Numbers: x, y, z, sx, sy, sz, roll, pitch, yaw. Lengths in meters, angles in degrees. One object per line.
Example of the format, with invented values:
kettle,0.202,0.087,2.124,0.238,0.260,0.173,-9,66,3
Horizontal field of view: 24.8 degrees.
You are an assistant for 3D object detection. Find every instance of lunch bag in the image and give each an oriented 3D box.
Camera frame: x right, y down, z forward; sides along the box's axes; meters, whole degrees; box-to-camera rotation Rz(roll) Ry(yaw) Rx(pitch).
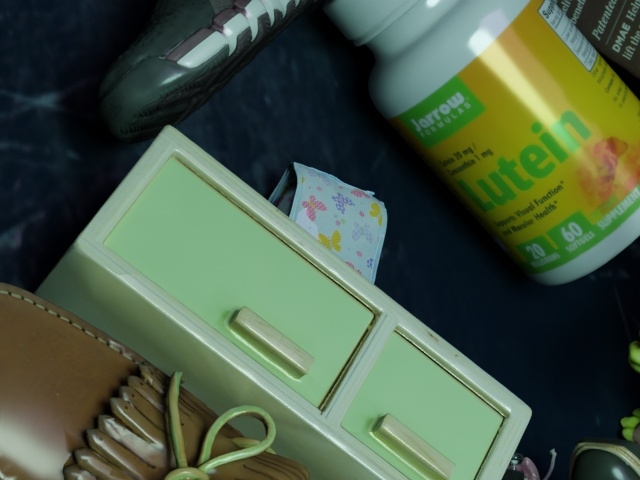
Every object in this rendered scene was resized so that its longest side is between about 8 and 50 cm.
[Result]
lunch bag,0.000,0.000,0.916,0.071,0.053,0.083,22,70,-24

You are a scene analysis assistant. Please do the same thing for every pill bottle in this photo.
pill bottle,0.119,-0.100,0.984,0.245,0.136,0.136,47,52,-10

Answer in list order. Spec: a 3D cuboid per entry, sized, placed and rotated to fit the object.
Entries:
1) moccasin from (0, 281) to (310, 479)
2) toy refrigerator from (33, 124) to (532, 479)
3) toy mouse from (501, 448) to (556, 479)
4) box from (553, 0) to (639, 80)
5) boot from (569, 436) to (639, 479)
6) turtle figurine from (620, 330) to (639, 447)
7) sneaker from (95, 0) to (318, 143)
moccasin,-0.056,0.158,0.750,0.380,0.147,0.139,47,52,-10
toy refrigerator,-0.018,0.065,0.827,0.269,0.094,0.102,39,54,-7
toy mouse,0.100,0.184,0.924,0.143,0.031,0.161,36,55,-18
box,0.252,-0.219,1.023,0.381,0.143,0.191,40,48,20
boot,0.168,0.234,0.882,0.137,0.077,0.198,-31,111,-46
turtle figurine,0.276,0.038,0.994,0.087,0.217,0.269,19,43,20
sneaker,-0.090,-0.181,0.906,0.162,0.106,0.281,46,43,-4
